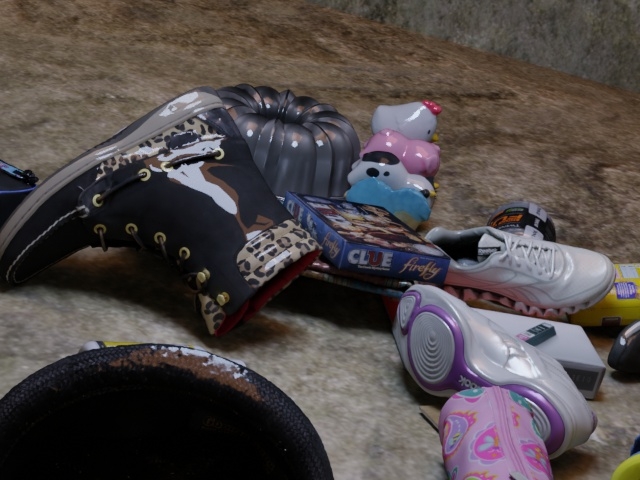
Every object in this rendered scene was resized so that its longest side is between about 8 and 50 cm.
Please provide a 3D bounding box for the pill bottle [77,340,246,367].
[{"bbox_3d":[-0.177,0.166,1.566,0.184,0.103,0.103,5,23,-23],"label":"pill bottle"}]

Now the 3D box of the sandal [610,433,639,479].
[{"bbox_3d":[0.491,0.252,1.661,0.317,0.126,0.138,-9,8,4],"label":"sandal"}]

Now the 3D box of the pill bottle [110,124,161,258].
[{"bbox_3d":[-0.219,-0.063,2.043,0.146,0.146,0.264,1,25,-29],"label":"pill bottle"}]

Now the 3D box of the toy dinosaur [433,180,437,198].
[{"bbox_3d":[0.170,-0.086,2.514,0.082,0.047,0.090,-8,-4,-27],"label":"toy dinosaur"}]

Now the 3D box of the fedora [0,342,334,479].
[{"bbox_3d":[-0.155,0.249,1.261,0.334,0.334,0.152,13,-12,-2],"label":"fedora"}]

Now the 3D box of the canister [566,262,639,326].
[{"bbox_3d":[0.461,0.082,2.155,0.170,0.073,0.126,-2,26,2],"label":"canister"}]

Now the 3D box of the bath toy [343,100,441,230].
[{"bbox_3d":[0.145,-0.134,2.405,0.151,0.129,0.348,52,27,-21],"label":"bath toy"}]

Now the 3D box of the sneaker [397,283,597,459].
[{"bbox_3d":[0.219,0.167,1.786,0.305,0.114,0.152,43,26,30],"label":"sneaker"}]

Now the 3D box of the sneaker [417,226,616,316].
[{"bbox_3d":[0.282,0.037,2.041,0.292,0.118,0.110,3,57,9],"label":"sneaker"}]

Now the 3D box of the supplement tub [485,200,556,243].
[{"bbox_3d":[0.309,0.018,2.210,0.117,0.117,0.190,16,21,6],"label":"supplement tub"}]

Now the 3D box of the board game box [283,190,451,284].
[{"bbox_3d":[0.060,-0.006,2.007,0.165,0.042,0.243,8,15,-24],"label":"board game box"}]

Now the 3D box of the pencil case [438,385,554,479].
[{"bbox_3d":[0.203,0.267,1.536,0.124,0.124,0.284,11,21,-7],"label":"pencil case"}]

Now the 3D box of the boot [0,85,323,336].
[{"bbox_3d":[-0.210,0.005,1.829,0.377,0.138,0.284,-36,78,-16],"label":"boot"}]

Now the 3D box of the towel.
[{"bbox_3d":[0.000,0.000,2.086,0.271,0.040,0.370,13,12,-5],"label":"towel"}]

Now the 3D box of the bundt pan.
[{"bbox_3d":[-0.078,-0.181,2.451,0.330,0.124,0.331,12,21,-5],"label":"bundt pan"}]

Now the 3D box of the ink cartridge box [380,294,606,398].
[{"bbox_3d":[0.237,0.125,1.986,0.275,0.060,0.239,9,23,-12],"label":"ink cartridge box"}]

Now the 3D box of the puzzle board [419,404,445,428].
[{"bbox_3d":[0.199,0.233,1.762,0.128,0.011,0.096,1,24,-31],"label":"puzzle board"}]

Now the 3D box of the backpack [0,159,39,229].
[{"bbox_3d":[-0.495,-0.063,1.912,0.173,0.117,0.158,30,27,33],"label":"backpack"}]

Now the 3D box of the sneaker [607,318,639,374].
[{"bbox_3d":[0.524,0.171,2.018,0.228,0.086,0.132,-5,31,-41],"label":"sneaker"}]
